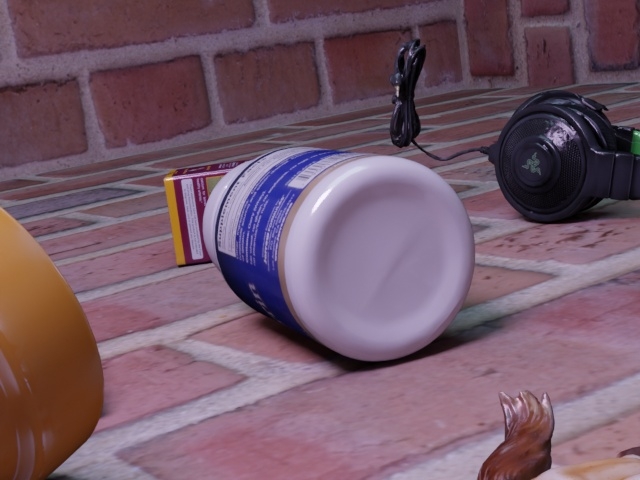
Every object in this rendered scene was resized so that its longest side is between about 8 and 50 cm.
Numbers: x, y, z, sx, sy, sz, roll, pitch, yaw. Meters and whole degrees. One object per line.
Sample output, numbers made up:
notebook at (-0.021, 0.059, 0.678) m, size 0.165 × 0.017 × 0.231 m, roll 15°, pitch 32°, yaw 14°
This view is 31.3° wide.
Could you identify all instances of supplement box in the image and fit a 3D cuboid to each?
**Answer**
supplement box at (-0.079, -0.039, 1.325) m, size 0.188 × 0.104 × 0.081 m, roll -8°, pitch 11°, yaw -1°

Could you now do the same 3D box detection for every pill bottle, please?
pill bottle at (0.000, 0.000, 0.940) m, size 0.153 × 0.153 × 0.265 m, roll -12°, pitch 11°, yaw -21°

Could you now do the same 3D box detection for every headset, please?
headset at (0.274, -0.128, 1.321) m, size 0.394 × 0.185 × 0.243 m, roll 7°, pitch 14°, yaw 13°

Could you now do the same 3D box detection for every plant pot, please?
plant pot at (-0.255, 0.089, 0.611) m, size 0.205 × 0.205 × 0.188 m, roll 0°, pitch 28°, yaw 34°

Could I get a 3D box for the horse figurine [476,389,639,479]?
horse figurine at (0.159, 0.111, 0.468) m, size 0.174 × 0.066 × 0.263 m, roll -13°, pitch 7°, yaw -43°
